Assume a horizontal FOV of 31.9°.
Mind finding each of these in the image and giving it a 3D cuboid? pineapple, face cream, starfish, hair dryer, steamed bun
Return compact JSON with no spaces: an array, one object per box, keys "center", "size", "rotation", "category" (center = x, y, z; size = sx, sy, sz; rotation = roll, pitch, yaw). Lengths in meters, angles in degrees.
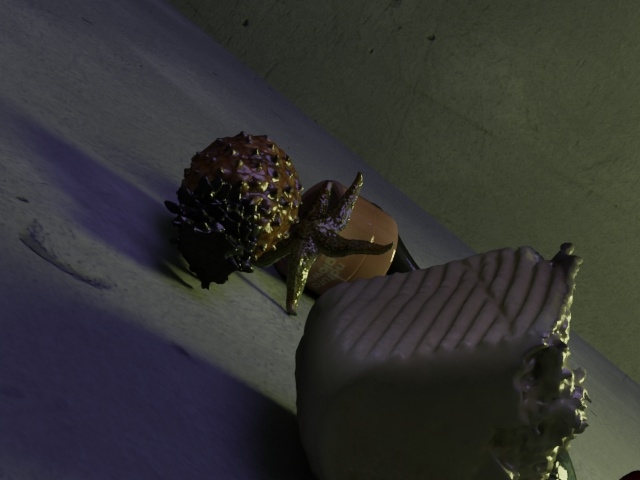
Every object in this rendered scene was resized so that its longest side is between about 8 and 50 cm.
[{"center":[-0.102,-0.024,1.293],"size":[0.158,0.158,0.278],"rotation":[36,20,-9],"category":"pineapple"},{"center":[0.021,0.004,1.548],"size":[0.104,0.149,0.149],"rotation":[31,12,-29],"category":"face cream"},{"center":[-0.001,-0.001,1.427],"size":[0.217,0.223,0.050],"rotation":[3,-32,26],"category":"starfish"},{"center":[0.127,0.010,2.118],"size":[0.235,0.091,0.272],"rotation":[48,7,5],"category":"hair dryer"},{"center":[0.116,0.168,0.988],"size":[0.290,0.273,0.272],"rotation":[-58,138,-77],"category":"steamed bun"}]

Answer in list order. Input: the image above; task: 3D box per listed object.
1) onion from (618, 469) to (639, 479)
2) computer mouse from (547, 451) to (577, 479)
[{"center":[0.436,0.360,1.466],"size":[0.131,0.131,0.131],"rotation":[36,10,-7],"category":"onion"},{"center":[0.260,0.252,1.342],"size":[0.126,0.071,0.231],"rotation":[52,16,-19],"category":"computer mouse"}]
